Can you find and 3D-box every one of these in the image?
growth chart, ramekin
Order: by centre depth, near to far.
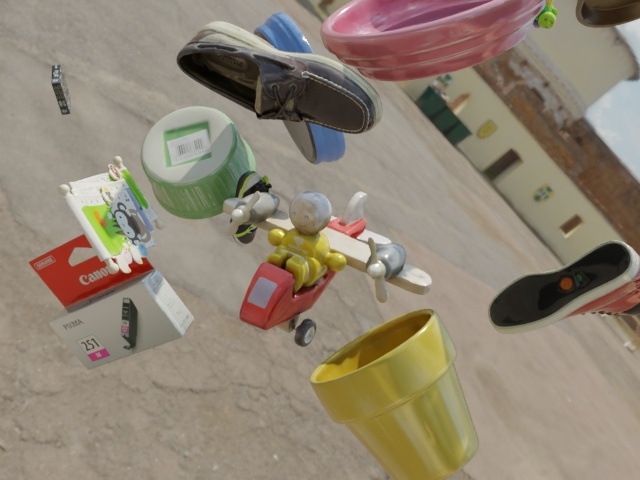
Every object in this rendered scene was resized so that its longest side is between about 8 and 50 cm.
[{"bbox_3d":[-0.326,-0.042,1.037,0.172,0.021,0.237,56,15,-11],"label":"growth chart"},{"bbox_3d":[-0.343,-0.224,1.780,0.303,0.303,0.148,57,-7,29],"label":"ramekin"}]

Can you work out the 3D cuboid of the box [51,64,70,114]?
[{"bbox_3d":[-0.556,-0.323,1.385,0.083,0.018,0.067,93,-16,-50],"label":"box"}]

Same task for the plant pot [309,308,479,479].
[{"bbox_3d":[0.144,0.282,1.119,0.239,0.254,0.254,61,16,-2],"label":"plant pot"}]

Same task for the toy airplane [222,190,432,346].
[{"bbox_3d":[0.000,0.000,1.354,0.384,0.386,0.272,-107,-169,-47],"label":"toy airplane"}]

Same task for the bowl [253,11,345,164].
[{"bbox_3d":[-0.060,-0.368,1.621,0.391,0.077,0.391,61,-8,15],"label":"bowl"}]

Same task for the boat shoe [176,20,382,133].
[{"bbox_3d":[-0.060,-0.201,0.853,0.285,0.103,0.092,27,51,11],"label":"boat shoe"}]

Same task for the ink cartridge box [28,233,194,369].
[{"bbox_3d":[-0.408,0.108,1.207,0.239,0.275,0.060,57,31,-19],"label":"ink cartridge box"}]

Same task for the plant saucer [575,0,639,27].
[{"bbox_3d":[0.636,-0.514,1.265,0.278,0.278,0.041,15,58,-62],"label":"plant saucer"}]

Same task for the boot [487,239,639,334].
[{"bbox_3d":[0.405,0.102,1.022,0.176,0.244,0.088,29,42,-42],"label":"boot"}]

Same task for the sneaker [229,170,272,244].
[{"bbox_3d":[-0.175,-0.072,1.702,0.097,0.234,0.084,28,41,23],"label":"sneaker"}]

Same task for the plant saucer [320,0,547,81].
[{"bbox_3d":[0.167,-0.316,0.929,0.332,0.332,0.084,-100,172,-61],"label":"plant saucer"}]

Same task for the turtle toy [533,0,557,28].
[{"bbox_3d":[0.593,-0.612,1.742,0.130,0.066,0.095,56,-8,47],"label":"turtle toy"}]
